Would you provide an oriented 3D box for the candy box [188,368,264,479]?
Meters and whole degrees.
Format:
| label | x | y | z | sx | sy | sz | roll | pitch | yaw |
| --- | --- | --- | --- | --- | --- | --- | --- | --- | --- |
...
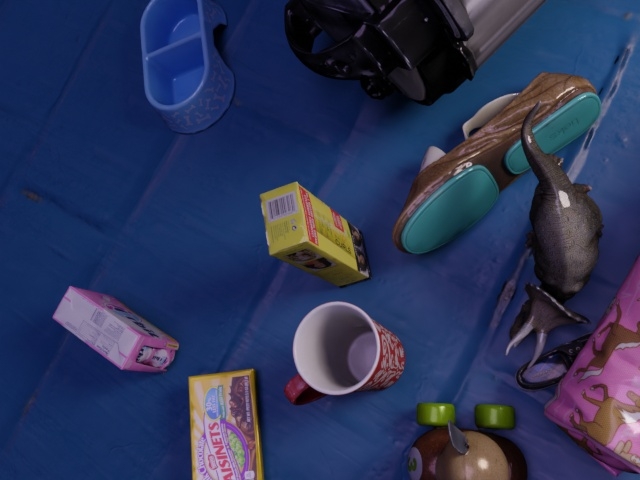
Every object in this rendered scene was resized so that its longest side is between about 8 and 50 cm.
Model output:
| label | x | y | z | sx | sy | sz | roll | pitch | yaw |
| --- | --- | --- | --- | --- | --- | --- | --- | --- | --- |
| candy box | -0.142 | 0.303 | 0.907 | 0.105 | 0.027 | 0.206 | -8 | 71 | 3 |

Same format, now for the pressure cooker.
| label | x | y | z | sx | sy | sz | roll | pitch | yaw |
| --- | --- | --- | --- | --- | --- | --- | --- | --- | --- |
| pressure cooker | 0.127 | -0.392 | 0.823 | 0.420 | 0.370 | 0.375 | -45 | 80 | 7 |

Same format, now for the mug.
| label | x | y | z | sx | sy | sz | roll | pitch | yaw |
| --- | --- | --- | --- | --- | --- | --- | --- | --- | --- |
| mug | 0.032 | 0.155 | 0.813 | 0.150 | 0.169 | 0.113 | -15 | 70 | 19 |

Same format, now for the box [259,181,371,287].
| label | x | y | z | sx | sy | sz | roll | pitch | yaw |
| --- | --- | --- | --- | --- | --- | --- | --- | --- | --- |
| box | 0.000 | 0.000 | 0.835 | 0.058 | 0.232 | 0.087 | -19 | 68 | 20 |

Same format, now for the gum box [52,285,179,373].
| label | x | y | z | sx | sy | sz | roll | pitch | yaw |
| --- | --- | --- | --- | --- | --- | --- | --- | --- | --- |
| gum box | -0.334 | 0.151 | 1.002 | 0.188 | 0.107 | 0.062 | 27 | 87 | 27 |

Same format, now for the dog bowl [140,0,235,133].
| label | x | y | z | sx | sy | sz | roll | pitch | yaw |
| --- | --- | --- | --- | --- | --- | --- | --- | --- | --- |
| dog bowl | -0.257 | -0.348 | 1.133 | 0.165 | 0.074 | 0.297 | -16 | 70 | 18 |

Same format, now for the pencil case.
| label | x | y | z | sx | sy | sz | roll | pitch | yaw |
| --- | --- | --- | --- | --- | --- | --- | --- | --- | --- |
| pencil case | 0.400 | 0.081 | 0.670 | 0.386 | 0.167 | 0.160 | -59 | 18 | -4 |

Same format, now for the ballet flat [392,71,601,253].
| label | x | y | z | sx | sy | sz | roll | pitch | yaw |
| --- | --- | --- | --- | --- | --- | --- | --- | --- | --- |
| ballet flat | 0.224 | -0.120 | 0.856 | 0.342 | 0.116 | 0.124 | -41 | 44 | 7 |

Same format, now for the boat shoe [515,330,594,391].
| label | x | y | z | sx | sy | sz | roll | pitch | yaw |
| --- | --- | --- | --- | --- | --- | --- | --- | --- | --- |
| boat shoe | 0.315 | 0.154 | 0.766 | 0.142 | 0.040 | 0.049 | -29 | 66 | 13 |

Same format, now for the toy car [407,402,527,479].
| label | x | y | z | sx | sy | sz | roll | pitch | yaw |
| --- | --- | --- | --- | --- | --- | --- | --- | --- | --- |
| toy car | 0.162 | 0.270 | 0.713 | 0.148 | 0.188 | 0.155 | -4 | 72 | 21 |

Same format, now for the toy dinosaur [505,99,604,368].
| label | x | y | z | sx | sy | sz | roll | pitch | yaw |
| --- | --- | --- | --- | --- | --- | --- | --- | --- | --- |
| toy dinosaur | 0.295 | -0.009 | 0.730 | 0.120 | 0.314 | 0.160 | 3 | 34 | 14 |
